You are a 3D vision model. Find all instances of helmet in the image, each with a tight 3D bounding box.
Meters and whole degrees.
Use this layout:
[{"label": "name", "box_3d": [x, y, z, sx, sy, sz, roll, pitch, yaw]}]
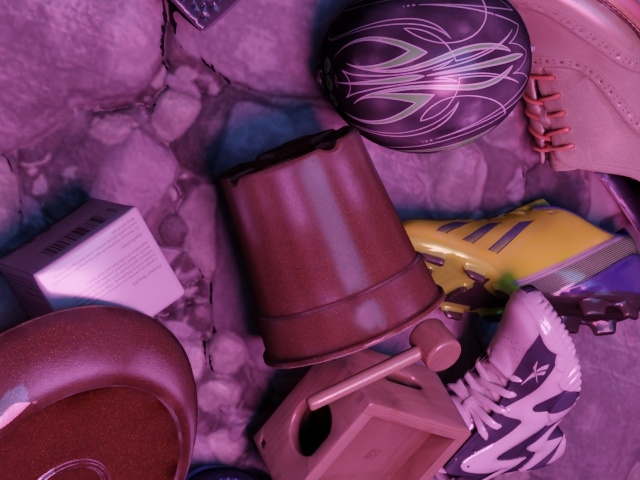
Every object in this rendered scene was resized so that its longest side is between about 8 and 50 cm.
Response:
[{"label": "helmet", "box_3d": [0.092, -0.152, 1.378, 0.169, 0.161, 0.169, -5, 100, -28]}]

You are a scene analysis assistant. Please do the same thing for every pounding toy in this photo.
[{"label": "pounding toy", "box_3d": [0.037, 0.131, 1.374, 0.181, 0.094, 0.206, 20, 118, -39]}]

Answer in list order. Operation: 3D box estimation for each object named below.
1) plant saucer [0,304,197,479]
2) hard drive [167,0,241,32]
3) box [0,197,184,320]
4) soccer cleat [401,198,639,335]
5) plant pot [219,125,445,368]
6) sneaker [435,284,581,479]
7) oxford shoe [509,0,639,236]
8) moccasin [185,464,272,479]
[{"label": "plant saucer", "box_3d": [-0.212, 0.195, 1.252, 0.310, 0.050, 0.310, -27, 137, -29]}, {"label": "hard drive", "box_3d": [-0.075, -0.316, 1.325, 0.172, 0.054, 0.255, 45, 76, -26]}, {"label": "box", "box_3d": [-0.185, 0.030, 1.288, 0.101, 0.102, 0.087, -36, 110, -21]}, {"label": "soccer cleat", "box_3d": [0.179, 0.012, 1.509, 0.289, 0.093, 0.121, 11, 61, -25]}, {"label": "plant pot", "box_3d": [0.000, 0.000, 1.359, 0.167, 0.167, 0.165, -26, 102, -23]}, {"label": "sneaker", "box_3d": [0.146, 0.148, 1.460, 0.153, 0.094, 0.235, -23, 147, -15]}, {"label": "oxford shoe", "box_3d": [0.242, -0.143, 1.480, 0.397, 0.140, 0.146, 39, 86, -25]}, {"label": "moccasin", "box_3d": [0.009, 0.316, 1.427, 0.342, 0.117, 0.138, 42, 77, -27]}]
